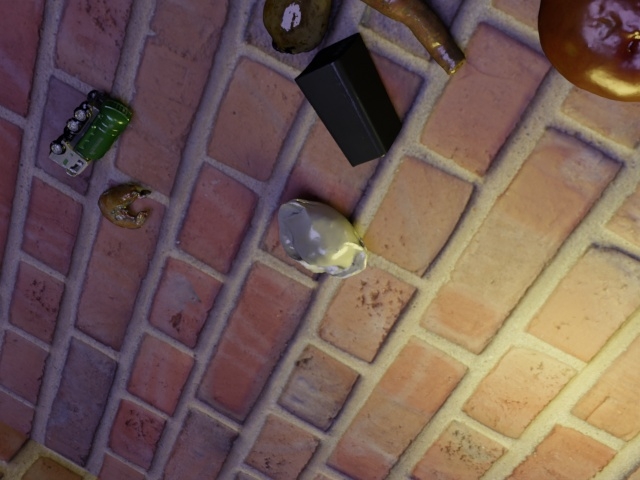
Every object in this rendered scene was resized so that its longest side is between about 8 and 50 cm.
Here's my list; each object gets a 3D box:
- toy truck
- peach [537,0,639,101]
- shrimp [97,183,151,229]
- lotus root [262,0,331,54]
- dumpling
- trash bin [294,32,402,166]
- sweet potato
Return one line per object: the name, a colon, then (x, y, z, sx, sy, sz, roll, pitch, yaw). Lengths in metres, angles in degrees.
toy truck: (-0.579, -0.271, 2.037, 0.125, 0.101, 0.242, 37, 126, -18)
peach: (0.536, -0.387, 1.344, 0.343, 0.301, 0.342, 11, 124, 18)
shrimp: (-0.515, -0.092, 2.163, 0.187, 0.051, 0.132, -19, 124, 40)
lotus root: (-0.043, -0.484, 1.652, 0.138, 0.138, 0.214, 22, 116, 9)
dumpling: (0.000, 0.000, 1.939, 0.250, 0.132, 0.162, 37, 125, -2)
trash bin: (0.069, -0.292, 1.700, 0.115, 0.165, 0.225, -19, 114, 32)
sweet potato: (0.146, -0.477, 1.588, 0.385, 0.109, 0.109, 36, 128, -10)
